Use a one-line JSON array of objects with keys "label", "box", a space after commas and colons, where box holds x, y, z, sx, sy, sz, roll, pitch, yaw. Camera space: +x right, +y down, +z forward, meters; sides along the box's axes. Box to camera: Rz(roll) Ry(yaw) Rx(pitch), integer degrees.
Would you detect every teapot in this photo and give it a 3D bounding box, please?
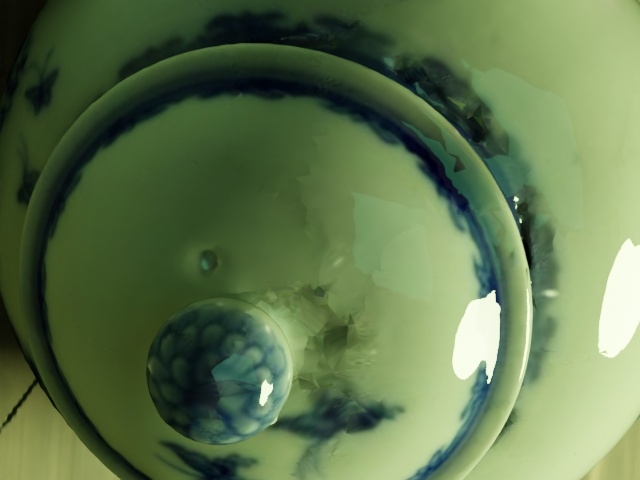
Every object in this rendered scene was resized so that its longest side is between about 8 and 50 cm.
[{"label": "teapot", "box": [0.000, 0.000, 0.547, 0.252, 0.280, 0.424, 28, 113, 3]}]
